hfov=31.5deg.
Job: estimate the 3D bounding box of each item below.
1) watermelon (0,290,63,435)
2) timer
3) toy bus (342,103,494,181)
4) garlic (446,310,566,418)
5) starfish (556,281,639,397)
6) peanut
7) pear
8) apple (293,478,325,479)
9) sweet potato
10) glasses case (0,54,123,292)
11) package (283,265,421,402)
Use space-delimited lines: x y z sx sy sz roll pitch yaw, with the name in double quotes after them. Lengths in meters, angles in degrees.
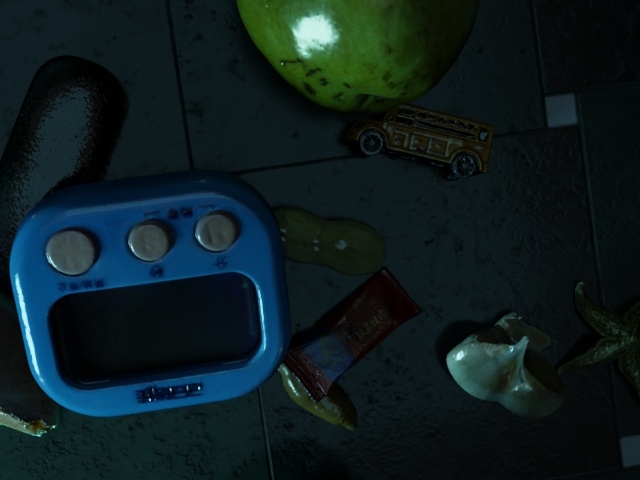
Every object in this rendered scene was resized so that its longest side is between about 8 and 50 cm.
-0.434 0.148 1.498 0.231 0.128 0.146 37 63 -24 "watermelon"
-0.213 0.067 1.455 0.340 0.115 0.309 -8 112 -5 "timer"
0.131 -0.139 1.533 0.195 0.083 0.088 13 89 -8 "toy bus"
0.263 0.178 1.561 0.174 0.099 0.124 35 105 -7 "garlic"
0.432 0.146 1.593 0.223 0.050 0.216 -28 97 7 "starfish"
0.000 0.000 1.528 0.187 0.082 0.082 14 92 -7 "peanut"
0.053 -0.305 1.418 0.304 0.304 0.303 0 94 -5 "pear"
-0.038 0.420 1.487 0.230 0.230 0.229 0 94 -5 "apple"
-0.024 0.193 1.557 0.195 0.056 0.056 44 89 0 "sweet potato"
-0.358 -0.085 1.489 0.122 0.082 0.321 21 93 -7 "glasses case"
0.042 0.127 1.550 0.200 0.022 0.083 -40 83 -15 "package"
